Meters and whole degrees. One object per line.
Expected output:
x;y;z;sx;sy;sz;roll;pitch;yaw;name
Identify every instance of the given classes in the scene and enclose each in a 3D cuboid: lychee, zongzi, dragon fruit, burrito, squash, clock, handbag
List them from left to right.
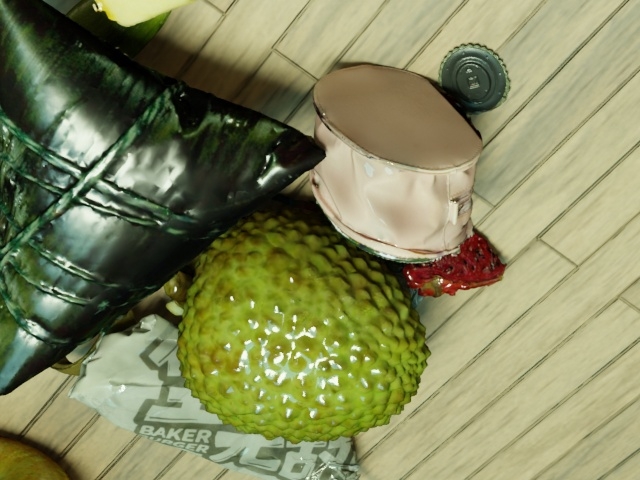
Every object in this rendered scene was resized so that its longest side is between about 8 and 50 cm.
-0.255;-0.089;1.287;0.362;0.319;0.383;40;123;-22;zongzi
-0.251;-0.202;1.367;0.331;0.087;0.087;-36;112;29;squash
-0.097;0.217;1.582;0.445;0.139;0.101;28;167;-29;burrito
-0.037;0.093;1.412;0.320;0.270;0.270;4;125;2;lychee
0.076;-0.083;1.326;0.179;0.205;0.116;-9;133;-27;handbag
0.137;0.036;1.445;0.097;0.131;0.063;56;139;-1;dragon fruit
0.163;-0.172;1.358;0.074;0.010;0.083;-14;121;19;clock

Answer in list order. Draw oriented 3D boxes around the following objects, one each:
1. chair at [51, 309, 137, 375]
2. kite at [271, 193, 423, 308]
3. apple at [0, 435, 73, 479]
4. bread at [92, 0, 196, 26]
-0.342;0.088;1.547;0.247;0.172;0.159;4;141;-49;chair
0.000;0.000;1.506;0.285;0.015;0.152;17;123;-4;kite
-0.490;0.442;1.674;0.374;0.384;0.374;5;97;40;apple
-0.129;-0.365;1.111;0.207;0.279;0.279;-16;121;20;bread
